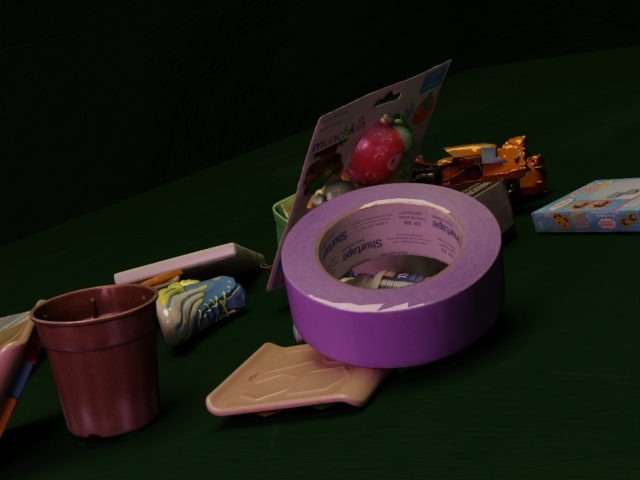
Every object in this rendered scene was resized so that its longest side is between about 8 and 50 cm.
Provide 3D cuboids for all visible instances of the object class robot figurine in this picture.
[{"bbox_3d":[0.245,-0.114,2.027,0.290,0.085,0.211,-5,-18,26],"label":"robot figurine"}]

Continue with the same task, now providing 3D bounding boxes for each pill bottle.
[{"bbox_3d":[0.104,0.075,1.510,0.120,0.067,0.067,8,22,24],"label":"pill bottle"}]

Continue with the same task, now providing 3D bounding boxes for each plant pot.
[{"bbox_3d":[-0.282,0.158,1.486,0.166,0.165,0.167,-6,13,1],"label":"plant pot"}]

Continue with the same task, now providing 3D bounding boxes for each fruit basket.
[{"bbox_3d":[0.071,-0.093,1.800,0.327,0.165,0.353,-28,-28,-42],"label":"fruit basket"}]

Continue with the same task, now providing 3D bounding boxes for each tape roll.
[{"bbox_3d":[0.091,0.037,1.429,0.274,0.090,0.275,-7,34,5],"label":"tape roll"}]

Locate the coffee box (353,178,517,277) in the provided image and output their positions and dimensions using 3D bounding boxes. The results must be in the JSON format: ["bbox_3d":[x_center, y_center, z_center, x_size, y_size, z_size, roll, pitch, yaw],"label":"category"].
[{"bbox_3d":[0.175,-0.005,1.759,0.141,0.098,0.246,-4,18,46],"label":"coffee box"}]

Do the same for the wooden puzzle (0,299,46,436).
[{"bbox_3d":[-0.418,0.206,1.519,0.044,0.221,0.239,25,8,-7],"label":"wooden puzzle"}]

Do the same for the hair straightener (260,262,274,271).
[{"bbox_3d":[0.000,0.000,2.006,0.230,0.089,0.047,-20,51,-13],"label":"hair straightener"}]

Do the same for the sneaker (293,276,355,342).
[{"bbox_3d":[0.034,0.105,1.604,0.076,0.065,0.166,10,29,32],"label":"sneaker"}]

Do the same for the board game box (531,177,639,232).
[{"bbox_3d":[0.453,-0.056,1.735,0.160,0.039,0.211,-25,15,-32],"label":"board game box"}]

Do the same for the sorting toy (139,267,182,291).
[{"bbox_3d":[-0.354,0.124,1.978,0.196,0.047,0.347,-21,-2,-37],"label":"sorting toy"}]

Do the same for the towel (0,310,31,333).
[{"bbox_3d":[-0.594,0.176,2.200,0.284,0.034,0.209,-13,11,13],"label":"towel"}]

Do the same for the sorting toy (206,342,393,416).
[{"bbox_3d":[-0.011,0.170,1.414,0.208,0.038,0.193,-6,16,26],"label":"sorting toy"}]

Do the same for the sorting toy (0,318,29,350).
[{"bbox_3d":[-0.593,0.235,1.926,0.229,0.041,0.307,-21,18,8],"label":"sorting toy"}]

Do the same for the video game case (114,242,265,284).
[{"bbox_3d":[-0.232,0.054,2.071,0.226,0.026,0.206,-15,-10,10],"label":"video game case"}]

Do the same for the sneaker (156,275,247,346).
[{"bbox_3d":[-0.188,0.099,1.833,0.126,0.091,0.240,-16,11,4],"label":"sneaker"}]
